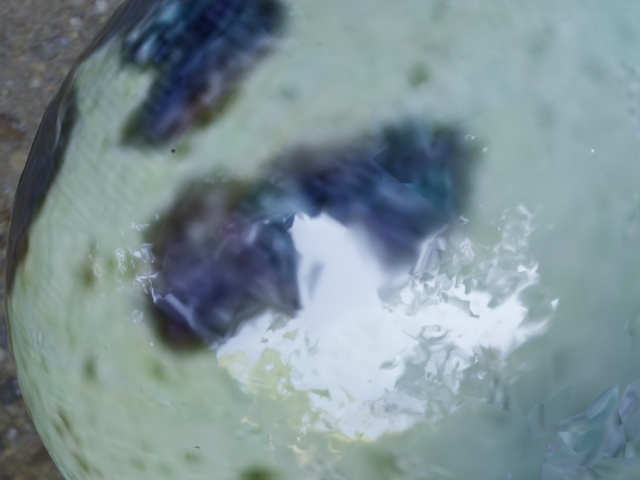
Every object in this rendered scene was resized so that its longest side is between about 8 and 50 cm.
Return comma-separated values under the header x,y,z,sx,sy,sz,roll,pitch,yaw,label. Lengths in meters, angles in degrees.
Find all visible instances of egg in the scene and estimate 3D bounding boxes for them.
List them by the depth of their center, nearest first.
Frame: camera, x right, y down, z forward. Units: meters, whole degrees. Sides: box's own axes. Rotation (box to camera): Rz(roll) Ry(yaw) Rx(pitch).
x,y,z,sx,sy,sz,roll,pitch,yaw,label
0.053,-0.012,0.685,0.428,0.345,0.345,-34,98,3,egg
